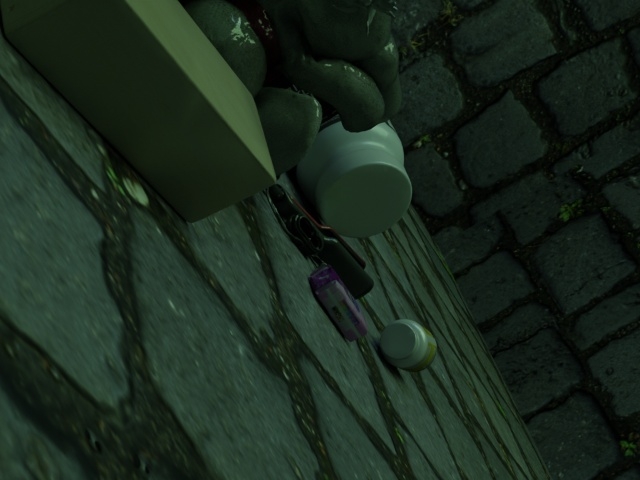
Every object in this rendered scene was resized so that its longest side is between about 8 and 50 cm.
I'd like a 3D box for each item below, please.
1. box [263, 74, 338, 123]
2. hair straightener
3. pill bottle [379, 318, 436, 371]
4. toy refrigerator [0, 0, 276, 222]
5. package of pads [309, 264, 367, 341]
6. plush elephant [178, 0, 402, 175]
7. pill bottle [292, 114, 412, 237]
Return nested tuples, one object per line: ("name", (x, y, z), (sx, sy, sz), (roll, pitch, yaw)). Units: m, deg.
("box", (-0.063, -0.214, 1.685), (0.180, 0.147, 0.077), (61, 7, 6))
("hair straightener", (0.000, 0.000, 1.641), (0.230, 0.047, 0.089), (53, 9, -40))
("pill bottle", (0.114, 0.138, 1.795), (0.065, 0.065, 0.116), (61, 7, 16))
("toy refrigerator", (-0.139, -0.129, 1.041), (0.269, 0.094, 0.102), (49, 19, -53))
("package of pads", (0.022, 0.072, 1.562), (0.083, 0.032, 0.050), (55, 5, -29))
("plush elephant", (-0.061, -0.209, 1.392), (0.330, 0.255, 0.272), (-126, -166, -84))
("pill bottle", (0.028, -0.139, 1.959), (0.162, 0.162, 0.278), (53, 10, -41))
